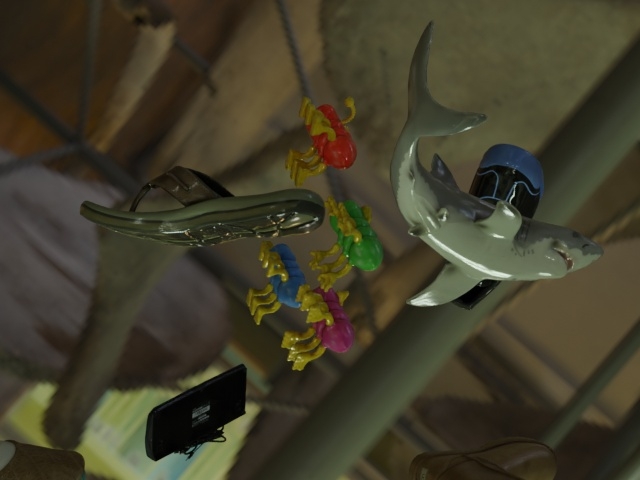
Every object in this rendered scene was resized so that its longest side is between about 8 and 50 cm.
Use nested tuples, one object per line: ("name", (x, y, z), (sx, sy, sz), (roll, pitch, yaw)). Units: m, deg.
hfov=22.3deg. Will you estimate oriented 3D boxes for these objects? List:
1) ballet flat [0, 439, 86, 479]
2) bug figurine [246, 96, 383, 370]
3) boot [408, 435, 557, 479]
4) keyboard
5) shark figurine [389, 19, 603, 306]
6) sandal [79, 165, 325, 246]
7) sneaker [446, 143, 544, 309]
("ballet flat", (-0.440, 0.287, 1.875), (0.342, 0.124, 0.116), (-21, -156, 20))
("bug figurine", (0.000, 0.000, 1.664), (0.072, 0.216, 0.279), (0, 132, -23))
("boot", (0.267, 0.339, 2.178), (0.236, 0.089, 0.269), (-7, -174, -19))
("keyboard", (-0.163, 0.222, 2.036), (0.192, 0.038, 0.100), (-21, 121, -51))
("shark figurine", (0.106, -0.051, 1.377), (0.166, 0.278, 0.116), (-24, -135, 21))
("sandal", (-0.135, -0.045, 1.899), (0.120, 0.302, 0.086), (26, 62, -68))
("sneaker", (0.192, -0.009, 1.820), (0.232, 0.081, 0.090), (97, 14, -55))
